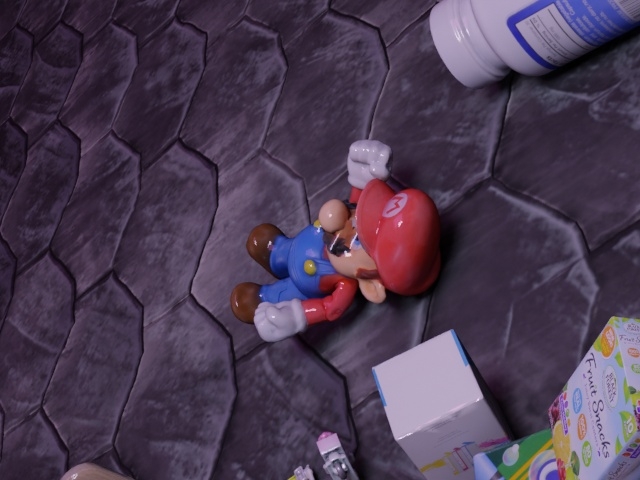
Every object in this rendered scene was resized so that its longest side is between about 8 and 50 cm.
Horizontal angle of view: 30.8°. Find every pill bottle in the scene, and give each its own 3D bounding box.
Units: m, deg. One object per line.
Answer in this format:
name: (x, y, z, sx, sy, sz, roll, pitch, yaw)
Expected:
pill bottle: (0.259, -0.273, 1.267, 0.272, 0.152, 0.152, -26, 46, 36)

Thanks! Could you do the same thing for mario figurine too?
mario figurine: (0.000, 0.000, 1.338, 0.320, 0.170, 0.198, -21, 83, 49)

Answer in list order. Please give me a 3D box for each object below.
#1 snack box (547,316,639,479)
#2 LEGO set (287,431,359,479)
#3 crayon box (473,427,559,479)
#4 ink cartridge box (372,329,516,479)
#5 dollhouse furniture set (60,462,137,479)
snack box: (0.221, 0.140, 0.896, 0.141, 0.037, 0.100, 108, 164, -49)
LEGO set: (-0.095, 0.292, 1.240, 0.287, 0.132, 0.107, -18, 30, -4)
crayon box: (0.278, 0.229, 0.927, 0.323, 0.083, 0.203, -28, 45, 33)
ink cartridge box: (0.126, 0.173, 1.106, 0.090, 0.143, 0.092, -28, 42, 8)
dollhouse furniture set: (-0.306, 0.480, 1.263, 0.394, 0.256, 0.362, -54, 36, 4)
